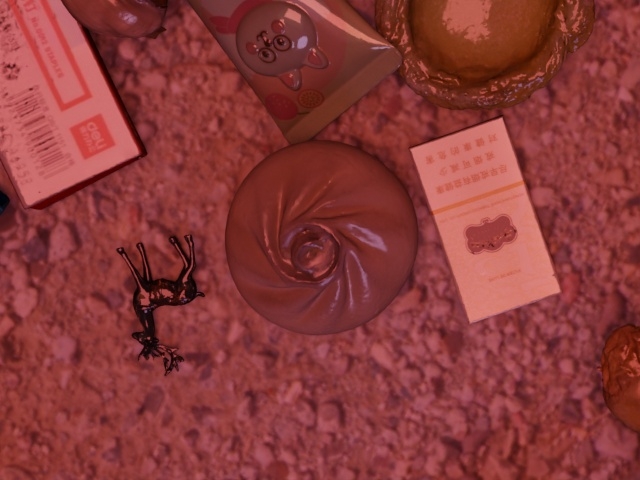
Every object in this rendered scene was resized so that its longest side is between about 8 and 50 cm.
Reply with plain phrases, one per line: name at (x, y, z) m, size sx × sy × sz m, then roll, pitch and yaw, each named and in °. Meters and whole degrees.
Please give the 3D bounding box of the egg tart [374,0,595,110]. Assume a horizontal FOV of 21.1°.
egg tart at (0.138, -0.206, 1.479) m, size 0.197 × 0.078 × 0.197 m, roll 1°, pitch 95°, yaw 8°

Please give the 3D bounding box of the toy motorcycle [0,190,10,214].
toy motorcycle at (-0.396, -0.042, 1.505) m, size 0.200 × 0.191 × 0.326 m, roll -31°, pitch 111°, yaw -1°

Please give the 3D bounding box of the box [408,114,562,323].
box at (0.147, -0.018, 1.521) m, size 0.090 × 0.024 × 0.167 m, roll -19°, pitch 94°, yaw 7°

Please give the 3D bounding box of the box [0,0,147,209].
box at (-0.256, -0.153, 1.532) m, size 0.123 × 0.050 × 0.229 m, roll -26°, pitch 92°, yaw 5°

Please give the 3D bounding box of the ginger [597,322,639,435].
ginger at (0.340, 0.174, 1.436) m, size 0.236 × 0.166 × 0.375 m, roll 28°, pitch 78°, yaw -36°

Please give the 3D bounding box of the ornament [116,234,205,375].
ornament at (-0.140, 0.060, 1.553) m, size 0.073 × 0.028 × 0.125 m, roll -8°, pitch 93°, yaw 6°

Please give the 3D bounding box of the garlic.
garlic at (-0.195, -0.225, 1.491) m, size 0.152 × 0.084 × 0.066 m, roll 39°, pitch 113°, yaw -19°

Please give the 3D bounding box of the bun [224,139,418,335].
bun at (0.000, 0.000, 1.490) m, size 0.173 × 0.120 × 0.173 m, roll 1°, pitch 97°, yaw 4°

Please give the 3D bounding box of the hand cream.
hand cream at (-0.070, -0.234, 1.492) m, size 0.147 × 0.093 × 0.306 m, roll -38°, pitch 95°, yaw 35°
